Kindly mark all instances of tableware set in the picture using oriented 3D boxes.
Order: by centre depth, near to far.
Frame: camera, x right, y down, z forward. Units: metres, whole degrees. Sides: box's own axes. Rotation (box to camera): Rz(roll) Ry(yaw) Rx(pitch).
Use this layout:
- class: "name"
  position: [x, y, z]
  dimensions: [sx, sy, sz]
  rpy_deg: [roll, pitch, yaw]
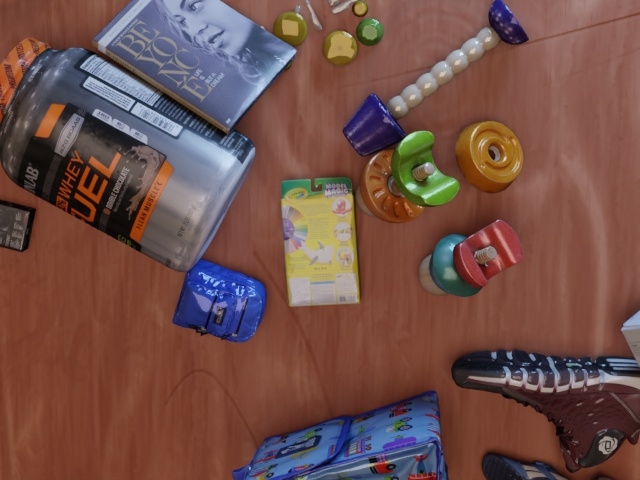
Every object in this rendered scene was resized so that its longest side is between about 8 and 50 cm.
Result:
- class: "tableware set"
  position: [0.003, -0.282, 1.717]
  dimensions: [0.154, 0.024, 0.104]
  rpy_deg: [-28, 100, 7]

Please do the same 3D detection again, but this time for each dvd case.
- class: "dvd case"
  position: [-0.166, -0.257, 1.668]
  dimensions: [0.221, 0.018, 0.164]
  rpy_deg: [33, 61, 8]

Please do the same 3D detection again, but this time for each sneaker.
- class: "sneaker"
  position: [0.320, 0.245, 1.747]
  dimensions: [0.281, 0.106, 0.162]
  rpy_deg: [3, 103, 3]
- class: "sneaker"
  position: [0.300, 0.344, 1.794]
  dimensions: [0.144, 0.059, 0.053]
  rpy_deg: [25, 121, 18]

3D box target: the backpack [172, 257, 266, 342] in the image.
- class: "backpack"
  position: [-0.139, 0.094, 1.755]
  dimensions: [0.120, 0.101, 0.098]
  rpy_deg: [18, 108, -3]

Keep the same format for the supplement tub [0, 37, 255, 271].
- class: "supplement tub"
  position: [-0.275, -0.120, 1.671]
  dimensions: [0.338, 0.207, 0.207]
  rpy_deg: [28, 101, -1]

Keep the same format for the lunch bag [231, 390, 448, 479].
- class: "lunch bag"
  position: [0.026, 0.316, 1.720]
  dimensions: [0.293, 0.221, 0.138]
  rpy_deg: [-8, 99, 5]

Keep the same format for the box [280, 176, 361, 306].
- class: "box"
  position: [0.000, 0.000, 1.757]
  dimensions: [0.105, 0.043, 0.179]
  rpy_deg: [-2, 102, 5]

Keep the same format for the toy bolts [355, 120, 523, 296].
- class: "toy bolts"
  position: [0.175, -0.036, 1.717]
  dimensions: [0.218, 0.158, 0.228]
  rpy_deg: [-23, 87, -32]

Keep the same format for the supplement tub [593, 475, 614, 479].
- class: "supplement tub"
  position: [0.384, 0.439, 1.769]
  dimensions: [0.117, 0.117, 0.190]
  rpy_deg: [32, 100, -2]

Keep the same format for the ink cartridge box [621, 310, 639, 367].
- class: "ink cartridge box"
  position: [0.504, 0.161, 1.701]
  dimensions: [0.127, 0.072, 0.175]
  rpy_deg: [-33, 99, -32]

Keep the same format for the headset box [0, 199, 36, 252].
- class: "headset box"
  position: [-0.456, -0.024, 1.790]
  dimensions: [0.083, 0.032, 0.062]
  rpy_deg: [14, 100, 3]

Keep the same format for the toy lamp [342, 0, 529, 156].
- class: "toy lamp"
  position: [0.151, -0.212, 1.689]
  dimensions: [0.275, 0.080, 0.080]
  rpy_deg: [-36, 96, 10]
